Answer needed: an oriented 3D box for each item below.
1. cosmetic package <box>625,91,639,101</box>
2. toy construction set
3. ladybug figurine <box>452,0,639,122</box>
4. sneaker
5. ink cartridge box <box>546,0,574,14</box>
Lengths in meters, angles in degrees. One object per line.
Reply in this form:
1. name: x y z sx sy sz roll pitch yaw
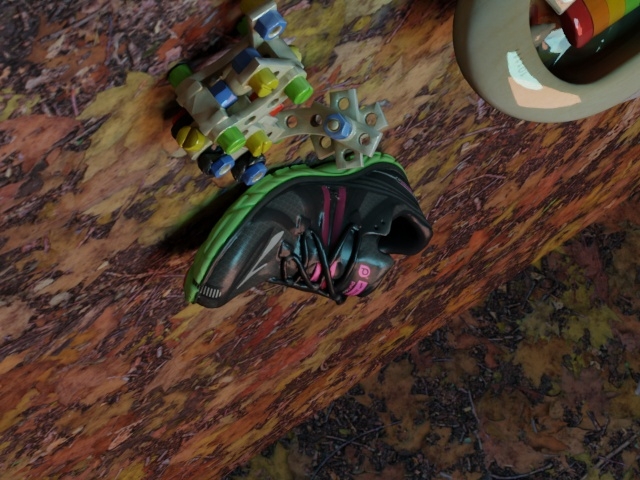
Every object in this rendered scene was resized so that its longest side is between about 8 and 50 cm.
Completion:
1. cosmetic package: 0.565 -0.408 2.219 0.217 0.156 0.385 -20 153 -46
2. toy construction set: -0.061 -0.163 1.632 0.215 0.151 0.327 -43 151 13
3. ladybug figurine: 0.358 -0.341 1.844 0.449 0.305 0.162 -32 -157 -16
4. sneaker: 0.000 0.000 2.026 0.482 0.202 0.185 -23 156 -41
5. ink cartridge box: 0.303 -0.424 1.613 0.234 0.088 0.193 -43 117 15
